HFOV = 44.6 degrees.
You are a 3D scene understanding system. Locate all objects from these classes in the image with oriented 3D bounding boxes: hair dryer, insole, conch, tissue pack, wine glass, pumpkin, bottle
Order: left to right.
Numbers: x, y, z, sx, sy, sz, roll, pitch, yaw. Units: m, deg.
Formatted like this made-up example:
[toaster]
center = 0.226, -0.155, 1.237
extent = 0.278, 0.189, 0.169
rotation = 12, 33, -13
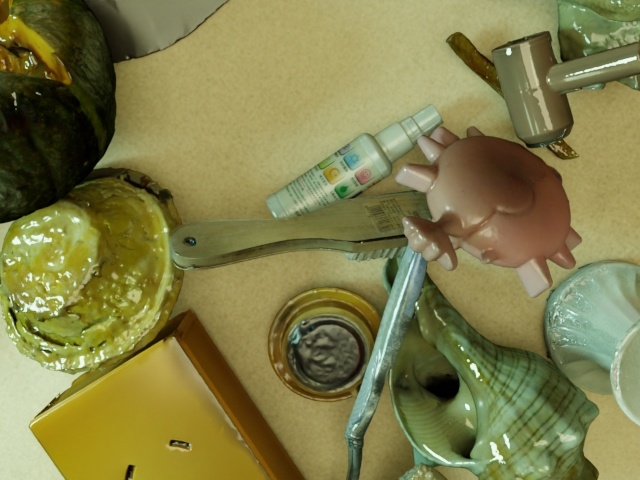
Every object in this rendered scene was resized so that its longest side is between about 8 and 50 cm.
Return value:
[pumpkin]
center = -0.358, -0.156, 0.762
extent = 0.321, 0.192, 0.320
rotation = 7, 59, -11
[tissue pack]
center = -0.160, 0.249, 0.893
extent = 0.194, 0.145, 0.274
rotation = -31, 97, 3
[insole]
center = -0.151, -0.296, 0.876
extent = 0.328, 0.007, 0.111
rotation = -30, 99, 5
[bottle]
center = 0.041, -0.083, 0.882
extent = 0.217, 0.060, 0.060
rotation = -34, 97, 6
[conch]
center = 0.185, 0.191, 0.887
extent = 0.203, 0.169, 0.386
rotation = -37, 60, -1
[hair dryer]
center = 0.268, -0.165, 0.792
extent = 0.064, 0.182, 0.117
rotation = -31, 106, -39
[wine glass]
center = 0.348, 0.114, 0.847
extent = 0.165, 0.196, 0.164
rotation = 0, 98, -2

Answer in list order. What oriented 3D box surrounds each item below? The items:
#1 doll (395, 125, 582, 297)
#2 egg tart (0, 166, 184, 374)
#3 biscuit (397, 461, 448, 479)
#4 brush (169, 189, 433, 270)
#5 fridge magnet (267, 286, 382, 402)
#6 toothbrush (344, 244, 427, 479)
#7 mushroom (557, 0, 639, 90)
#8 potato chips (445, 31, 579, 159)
[doll]
center = 0.182, -0.039, 0.823
extent = 0.211, 0.262, 0.093
rotation = 47, 137, 11
[egg tart]
center = -0.260, 0.023, 0.839
extent = 0.241, 0.106, 0.241
rotation = -6, 72, 21
[biscuit]
center = 0.099, 0.348, 0.912
extent = 0.133, 0.032, 0.250
rotation = 30, 128, -9
[brush]
center = 0.000, 0.000, 0.853
extent = 0.328, 0.070, 0.065
rotation = -7, 142, -17
[fridge magnet]
center = 0.009, 0.124, 0.912
extent = 0.143, 0.063, 0.143
rotation = 0, 102, 0
[toothbrush]
center = 0.056, 0.173, 0.868
extent = 0.042, 0.035, 0.413
rotation = 10, 104, -29
[mushroom]
center = 0.311, -0.322, 0.784
extent = 0.218, 0.212, 0.292
rotation = 25, 105, -12
[potato chips]
center = 0.218, -0.163, 0.885
extent = 0.204, 0.037, 0.026
rotation = 43, 106, -11
